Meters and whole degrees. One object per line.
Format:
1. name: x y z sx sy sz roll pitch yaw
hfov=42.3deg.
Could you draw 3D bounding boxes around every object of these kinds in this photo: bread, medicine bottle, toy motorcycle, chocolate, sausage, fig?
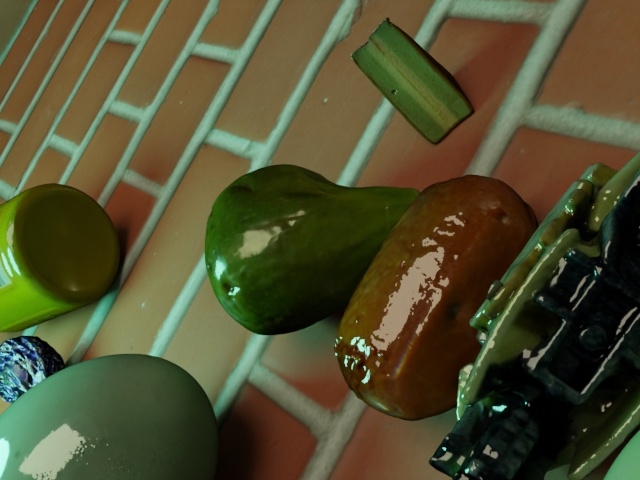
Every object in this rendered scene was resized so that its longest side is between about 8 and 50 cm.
1. bread: 0.112 -0.196 1.022 0.074 0.139 0.084 -40 42 20
2. medicine bottle: -0.561 0.054 1.507 0.384 0.224 0.224 -21 52 37
3. toy motorcycle: 0.220 0.074 0.678 0.169 0.237 0.410 36 97 12
4. chocolate: -0.416 0.266 1.313 0.148 0.126 0.343 -26 35 -27
5. sausage: 0.123 0.054 0.843 0.268 0.153 0.141 -58 25 -3
6. fig: 0.000 0.000 0.987 0.275 0.206 0.206 -14 56 25

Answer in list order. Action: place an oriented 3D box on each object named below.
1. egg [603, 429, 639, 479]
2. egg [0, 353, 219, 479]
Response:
1. egg: 0.281 0.205 0.514 0.270 0.220 0.220 -33 32 -24
2. egg: -0.288 0.304 1.020 0.389 0.276 0.276 -44 42 13
